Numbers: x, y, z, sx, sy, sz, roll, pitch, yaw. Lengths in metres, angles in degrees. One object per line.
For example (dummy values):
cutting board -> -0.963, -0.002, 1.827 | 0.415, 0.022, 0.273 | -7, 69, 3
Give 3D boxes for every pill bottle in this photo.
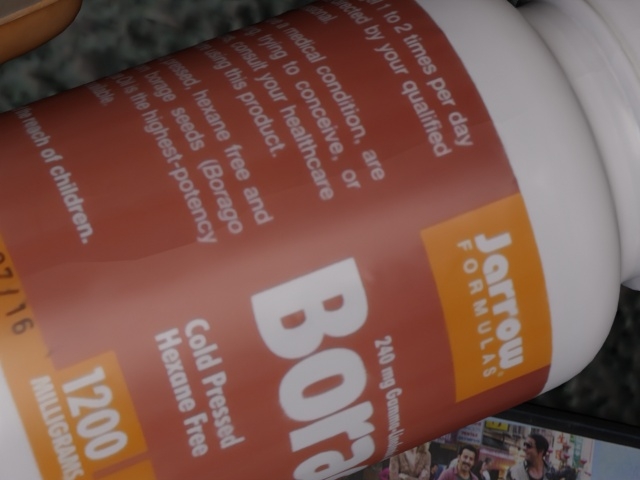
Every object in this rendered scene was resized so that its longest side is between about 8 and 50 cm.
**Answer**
pill bottle -> 0.000, 0.000, 0.523 | 0.216, 0.121, 0.121 | -21, 97, -12

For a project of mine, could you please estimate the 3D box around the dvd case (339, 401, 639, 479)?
dvd case -> 0.070, 0.177, 0.573 | 0.180, 0.022, 0.253 | 13, 77, -14

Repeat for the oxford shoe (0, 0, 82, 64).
oxford shoe -> -0.152, -0.026, 0.521 | 0.212, 0.076, 0.076 | -27, 128, -14
